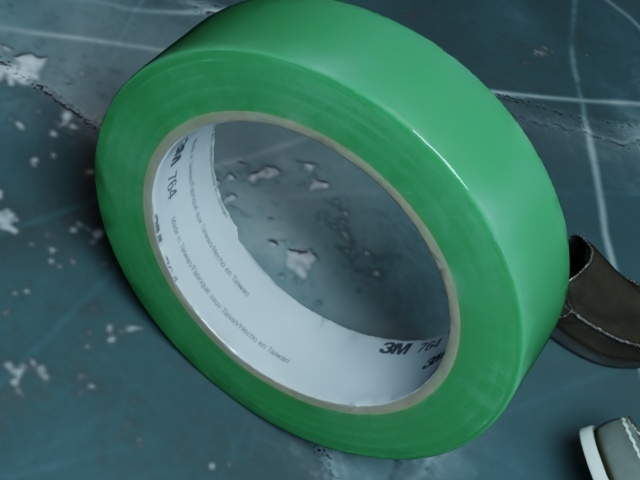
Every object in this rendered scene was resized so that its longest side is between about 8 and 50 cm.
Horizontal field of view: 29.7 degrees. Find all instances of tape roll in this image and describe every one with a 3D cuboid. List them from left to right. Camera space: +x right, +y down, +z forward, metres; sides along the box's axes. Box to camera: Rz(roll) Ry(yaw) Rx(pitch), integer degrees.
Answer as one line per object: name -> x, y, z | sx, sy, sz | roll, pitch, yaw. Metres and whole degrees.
tape roll -> 0.000, 0.000, 0.797 | 0.321, 0.321, 0.077 | 38, 50, 5

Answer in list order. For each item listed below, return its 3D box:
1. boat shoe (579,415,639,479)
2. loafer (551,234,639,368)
boat shoe -> 0.299, 0.253, 0.876 | 0.305, 0.091, 0.109 | 59, 19, 18
loafer -> 0.218, 0.042, 1.025 | 0.220, 0.078, 0.080 | 20, 50, -10
